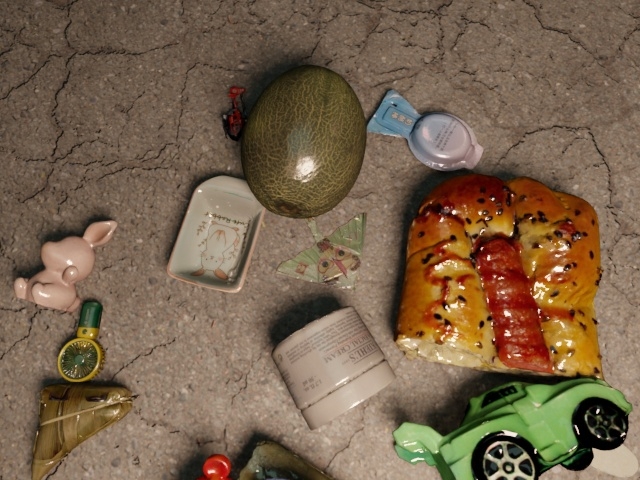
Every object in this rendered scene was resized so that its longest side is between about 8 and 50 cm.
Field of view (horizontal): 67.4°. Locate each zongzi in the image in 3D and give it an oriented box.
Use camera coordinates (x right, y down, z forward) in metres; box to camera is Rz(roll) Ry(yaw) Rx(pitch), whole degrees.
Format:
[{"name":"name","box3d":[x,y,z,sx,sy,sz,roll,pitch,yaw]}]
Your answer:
[{"name":"zongzi","box3d":[-0.418,0.353,0.865,0.188,0.081,0.178,2,74,4]}]

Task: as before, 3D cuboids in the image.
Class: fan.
[{"name":"fan","box3d":[-0.452,0.195,0.933,0.082,0.039,0.155,3,73,3]}]

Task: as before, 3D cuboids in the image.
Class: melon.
[{"name":"melon","box3d":[-0.030,-0.194,0.927,0.237,0.237,0.302,10,69,4]}]

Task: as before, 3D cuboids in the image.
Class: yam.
[{"name":"yam","box3d":[-0.015,0.447,0.821,0.259,0.106,0.106,29,77,9]}]

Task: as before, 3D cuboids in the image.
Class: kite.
[{"name":"kite","box3d":[0.000,0.000,0.991,0.229,0.012,0.250,-30,75,-8]}]

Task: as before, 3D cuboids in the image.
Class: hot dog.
[{"name":"hot dog","box3d":[0.334,0.053,0.881,0.366,0.196,0.366,9,72,1]}]

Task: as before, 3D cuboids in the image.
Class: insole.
[{"name":"insole","box3d":[0.486,0.370,0.881,0.197,0.004,0.065,28,77,9]}]

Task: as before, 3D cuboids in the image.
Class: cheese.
[{"name":"cheese","box3d":[0.229,-0.228,1.027,0.244,0.052,0.135,29,75,10]}]

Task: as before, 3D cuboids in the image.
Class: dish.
[{"name":"dish","box3d":[-0.197,-0.015,0.971,0.153,0.064,0.235,14,76,5]}]

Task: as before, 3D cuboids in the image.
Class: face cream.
[{"name":"face cream","box3d":[0.020,0.219,0.843,0.177,0.177,0.153,-30,76,-7]}]

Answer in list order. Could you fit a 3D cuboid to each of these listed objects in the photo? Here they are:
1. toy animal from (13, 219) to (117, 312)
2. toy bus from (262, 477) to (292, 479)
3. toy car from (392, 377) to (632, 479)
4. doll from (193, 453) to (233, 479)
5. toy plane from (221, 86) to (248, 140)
[{"name":"toy animal","box3d":[-0.495,0.032,0.943,0.124,0.124,0.213,19,70,6]},{"name":"toy bus","box3d":[-0.040,0.513,0.725,0.125,0.133,0.293,2,108,17]},{"name":"toy car","box3d":[0.316,0.328,0.796,0.358,0.214,0.177,-26,56,-4]},{"name":"doll","box3d":[-0.188,0.522,0.765,0.182,0.160,0.364,9,91,2]},{"name":"toy plane","box3d":[-0.186,-0.274,1.057,0.060,0.037,0.145,-6,76,-5]}]
